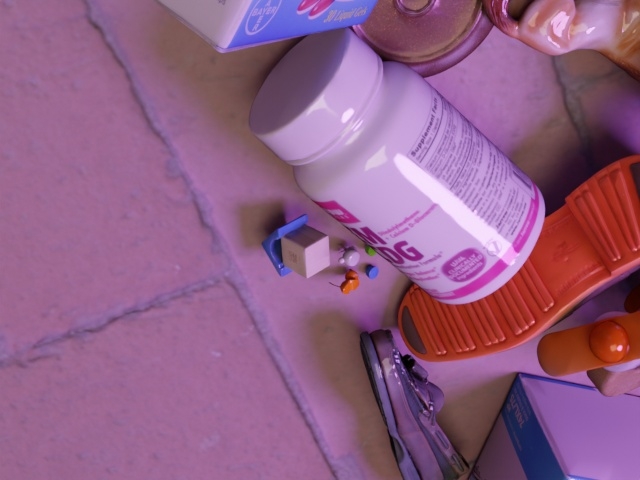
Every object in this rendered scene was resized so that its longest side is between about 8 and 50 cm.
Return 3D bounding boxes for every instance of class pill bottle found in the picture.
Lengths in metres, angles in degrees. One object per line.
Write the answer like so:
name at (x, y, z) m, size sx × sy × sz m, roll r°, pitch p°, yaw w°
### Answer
pill bottle at (0.075, -0.073, 1.141) m, size 0.160 × 0.160 × 0.283 m, roll -43°, pitch 118°, yaw 16°

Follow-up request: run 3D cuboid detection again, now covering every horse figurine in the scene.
horse figurine at (0.262, -0.238, 1.134) m, size 0.263 × 0.066 × 0.174 m, roll 1°, pitch 116°, yaw -15°

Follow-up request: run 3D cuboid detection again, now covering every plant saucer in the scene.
plant saucer at (0.089, -0.243, 1.126) m, size 0.199 × 0.036 × 0.198 m, roll -3°, pitch 119°, yaw -6°

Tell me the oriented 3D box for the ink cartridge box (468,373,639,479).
ink cartridge box at (0.298, 0.337, 1.388) m, size 0.198 × 0.197 × 0.270 m, roll 13°, pitch 117°, yaw -15°

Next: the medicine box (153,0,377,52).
medicine box at (-0.005, -0.317, 0.912) m, size 0.149 × 0.263 × 0.289 m, roll 39°, pitch 117°, yaw 12°

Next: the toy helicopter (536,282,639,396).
toy helicopter at (0.367, 0.055, 1.172) m, size 0.235 × 0.140 × 0.355 m, roll -16°, pitch 149°, yaw -23°

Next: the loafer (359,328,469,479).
loafer at (0.111, 0.194, 1.347) m, size 0.084 × 0.096 × 0.267 m, roll -18°, pitch 129°, yaw 0°

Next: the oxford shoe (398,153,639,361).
oxford shoe at (0.250, 0.035, 1.254) m, size 0.364 × 0.130 × 0.133 m, roll -29°, pitch 163°, yaw 28°

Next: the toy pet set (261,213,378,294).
toy pet set at (0.000, 0.000, 1.250) m, size 0.114 × 0.065 × 0.122 m, roll -29°, pitch 131°, yaw -35°
